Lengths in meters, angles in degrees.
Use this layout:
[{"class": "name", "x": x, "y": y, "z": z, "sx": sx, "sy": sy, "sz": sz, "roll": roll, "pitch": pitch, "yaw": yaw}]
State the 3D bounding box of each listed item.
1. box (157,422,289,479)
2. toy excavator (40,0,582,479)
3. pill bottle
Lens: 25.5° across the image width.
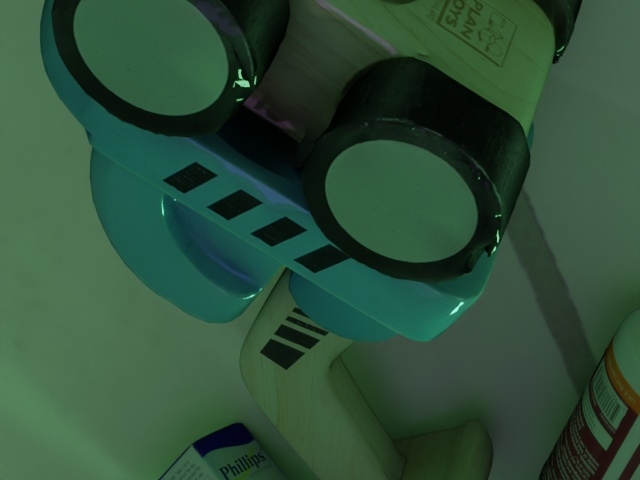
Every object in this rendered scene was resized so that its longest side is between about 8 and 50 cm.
[{"class": "box", "x": -0.070, "y": 0.231, "z": 1.071, "sx": 0.137, "sy": 0.072, "sz": 0.126, "roll": 49, "pitch": 119, "yaw": 13}, {"class": "toy excavator", "x": 0.000, "y": 0.000, "z": 0.884, "sx": 0.433, "sy": 0.222, "sz": 0.445, "roll": 32, "pitch": 138, "yaw": -9}, {"class": "pill bottle", "x": 0.218, "y": 0.159, "z": 0.961, "sx": 0.121, "sy": 0.121, "sz": 0.221, "roll": 19, "pitch": 126, "yaw": 0}]
